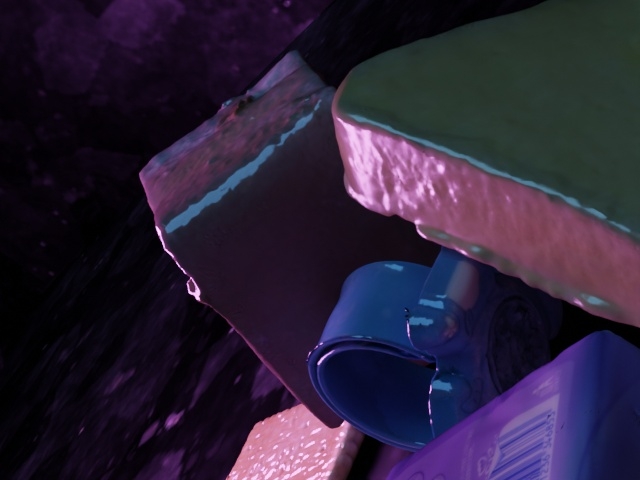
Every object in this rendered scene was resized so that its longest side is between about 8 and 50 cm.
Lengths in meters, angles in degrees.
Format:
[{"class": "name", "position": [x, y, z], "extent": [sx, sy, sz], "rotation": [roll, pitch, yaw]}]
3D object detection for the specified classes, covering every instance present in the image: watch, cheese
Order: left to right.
[{"class": "watch", "position": [0.086, 0.094, 1.144], "extent": [0.193, 0.211, 0.211], "rotation": [-10, 43, 40]}, {"class": "cheese", "position": [0.225, -0.066, 1.033], "extent": [0.383, 0.104, 0.384], "rotation": [-7, 40, 6]}]

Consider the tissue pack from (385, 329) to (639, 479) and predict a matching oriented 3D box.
[{"class": "tissue pack", "position": [0.124, 0.257, 0.771], "extent": [0.242, 0.160, 0.338], "rotation": [-44, 19, 41]}]

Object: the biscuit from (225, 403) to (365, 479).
[{"class": "biscuit", "position": [-0.030, 0.239, 1.428], "extent": [0.249, 0.030, 0.160], "rotation": [-31, 28, 50]}]

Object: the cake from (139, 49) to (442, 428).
[{"class": "cake", "position": [0.000, 0.000, 1.328], "extent": [0.230, 0.309, 0.237], "rotation": [-40, 21, 7]}]
